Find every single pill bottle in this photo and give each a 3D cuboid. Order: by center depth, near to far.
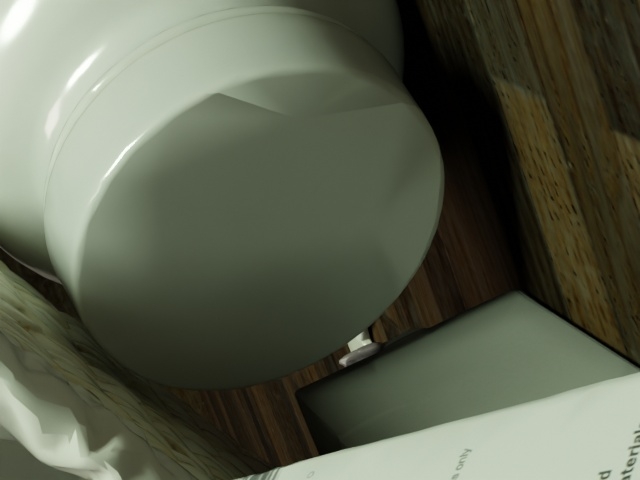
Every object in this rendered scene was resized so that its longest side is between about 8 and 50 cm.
[{"bbox_3d":[-0.099,-0.120,0.972,0.408,0.229,0.229,-122,13,-46],"label":"pill bottle"}]

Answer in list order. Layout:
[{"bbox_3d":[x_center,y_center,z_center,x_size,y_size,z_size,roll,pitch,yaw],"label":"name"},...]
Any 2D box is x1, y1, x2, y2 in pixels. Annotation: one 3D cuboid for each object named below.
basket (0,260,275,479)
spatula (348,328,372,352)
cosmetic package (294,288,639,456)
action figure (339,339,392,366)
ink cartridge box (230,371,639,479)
[{"bbox_3d":[-0.168,0.190,0.824,0.328,0.331,0.266,41,-176,-24],"label":"basket"},{"bbox_3d":[0.000,0.000,1.365,0.242,0.019,0.168,95,151,-72],"label":"spatula"},{"bbox_3d":[0.086,0.110,0.822,0.238,0.127,0.107,-141,28,-74],"label":"cosmetic package"},{"bbox_3d":[0.067,0.144,1.110,0.285,0.099,0.185,146,105,-77],"label":"action figure"},{"bbox_3d":[0.044,0.171,0.583,0.289,0.121,0.211,-21,122,42],"label":"ink cartridge box"}]
